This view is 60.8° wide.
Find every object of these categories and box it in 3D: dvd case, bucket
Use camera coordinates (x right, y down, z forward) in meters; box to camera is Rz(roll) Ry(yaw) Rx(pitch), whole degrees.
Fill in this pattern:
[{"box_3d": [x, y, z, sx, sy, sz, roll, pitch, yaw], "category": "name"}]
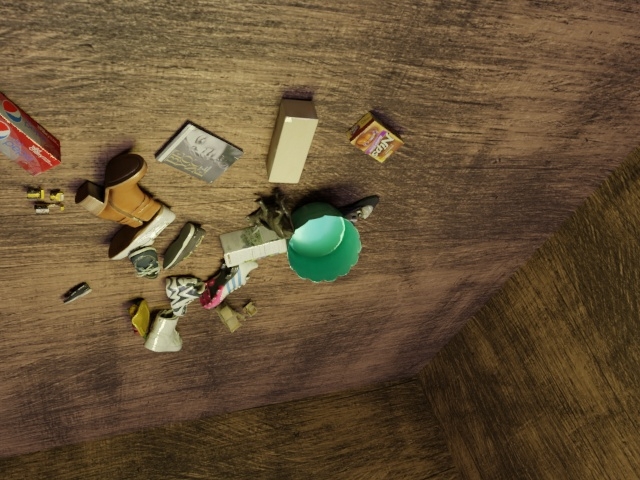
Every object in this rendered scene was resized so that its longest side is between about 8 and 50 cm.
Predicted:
[{"box_3d": [-0.368, -0.263, 1.672, 0.164, 0.018, 0.221, -37, 144, 24], "category": "dvd case"}, {"box_3d": [0.000, 0.000, 2.024, 0.281, 0.183, 0.281, -4, 116, -9], "category": "bucket"}]

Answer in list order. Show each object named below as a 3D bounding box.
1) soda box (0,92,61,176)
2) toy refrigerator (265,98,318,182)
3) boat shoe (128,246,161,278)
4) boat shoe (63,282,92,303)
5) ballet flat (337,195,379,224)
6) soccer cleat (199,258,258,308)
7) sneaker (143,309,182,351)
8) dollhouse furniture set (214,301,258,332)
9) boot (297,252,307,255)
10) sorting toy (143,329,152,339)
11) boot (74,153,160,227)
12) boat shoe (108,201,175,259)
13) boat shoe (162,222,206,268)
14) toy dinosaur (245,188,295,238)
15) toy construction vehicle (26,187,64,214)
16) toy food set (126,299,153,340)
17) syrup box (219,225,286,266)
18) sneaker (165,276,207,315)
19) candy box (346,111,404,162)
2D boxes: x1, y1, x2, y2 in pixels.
[{"box_3d": [-0.775, -0.277, 1.361, 0.092, 0.084, 0.263, -24, 148, 6], "category": "soda box"}, {"box_3d": [-0.095, -0.306, 1.698, 0.102, 0.094, 0.270, 0, 142, -18], "category": "toy refrigerator"}, {"box_3d": [-0.610, 0.085, 1.908, 0.095, 0.079, 0.254, -18, 170, -17], "category": "boat shoe"}, {"box_3d": [-0.905, 0.197, 2.019, 0.125, 0.038, 0.046, -25, -171, 17], "category": "boat shoe"}, {"box_3d": [0.144, -0.108, 2.138, 0.203, 0.074, 0.074, -20, 147, -3], "category": "ballet flat"}, {"box_3d": [-0.371, 0.176, 2.219, 0.143, 0.116, 0.331, 4, 141, -42], "category": "soccer cleat"}, {"box_3d": [-0.646, 0.384, 2.359, 0.108, 0.169, 0.292, 22, 176, 8], "category": "sneaker"}, {"box_3d": [-0.383, 0.292, 2.437, 0.161, 0.101, 0.182, -39, 151, -19], "category": "dollhouse furniture set"}, {"box_3d": [-0.069, 0.024, 2.182, 0.121, 0.099, 0.045, -8, 147, -19], "category": "boot"}, {"box_3d": [-0.748, 0.433, 2.448, 0.101, 0.042, 0.061, -22, 147, 2], "category": "sorting toy"}, {"box_3d": [-0.567, -0.137, 1.655, 0.283, 0.109, 0.220, -32, 145, 20], "category": "boot"}, {"box_3d": [-0.596, -0.016, 1.829, 0.277, 0.098, 0.096, -35, 144, 19], "category": "boat shoe"}, {"box_3d": [-0.495, 0.032, 1.970, 0.068, 0.081, 0.228, 17, 129, -39], "category": "boat shoe"}, {"box_3d": [-0.143, -0.073, 1.907, 0.121, 0.313, 0.160, -36, 130, -25], "category": "toy dinosaur"}, {"box_3d": [-0.815, -0.121, 1.618, 0.098, 0.035, 0.086, -5, 133, -27], "category": "toy construction vehicle"}, {"box_3d": [-0.749, 0.323, 2.227, 0.071, 0.128, 0.218, 5, 149, -2], "category": "toy food set"}, {"box_3d": [-0.254, 0.012, 2.066, 0.236, 0.093, 0.096, -15, 147, -9], "category": "syrup box"}, {"box_3d": [-0.530, 0.224, 2.216, 0.152, 0.094, 0.235, -7, 136, -6], "category": "sneaker"}, {"box_3d": [0.187, -0.344, 1.835, 0.109, 0.053, 0.186, -39, 144, 25], "category": "candy box"}]
